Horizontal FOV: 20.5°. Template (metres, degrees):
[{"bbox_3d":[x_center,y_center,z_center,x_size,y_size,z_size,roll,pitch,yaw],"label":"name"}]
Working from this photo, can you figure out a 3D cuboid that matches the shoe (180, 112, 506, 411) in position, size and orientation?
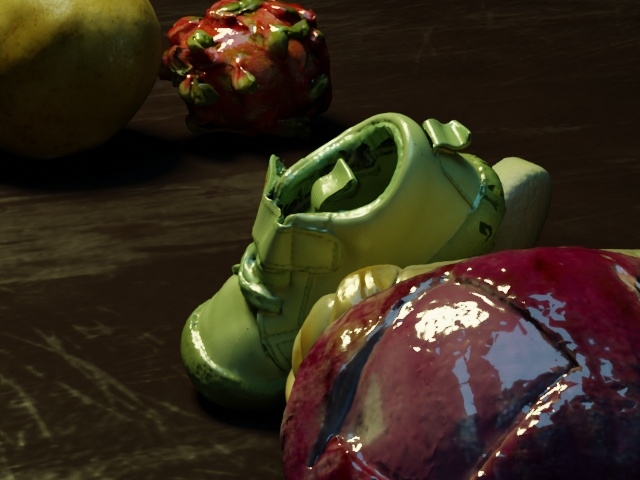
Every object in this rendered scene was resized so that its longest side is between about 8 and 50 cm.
[{"bbox_3d":[0.004,0.005,1.249,0.262,0.128,0.140,-31,21,10],"label":"shoe"}]

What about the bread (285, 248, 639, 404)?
[{"bbox_3d":[0.138,0.078,1.146,0.311,0.121,0.173,-4,-23,-11],"label":"bread"}]

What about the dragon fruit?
[{"bbox_3d":[-0.078,-0.171,1.801,0.172,0.160,0.166,-14,58,-27],"label":"dragon fruit"}]

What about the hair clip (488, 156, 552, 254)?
[{"bbox_3d":[0.104,0.001,1.360,0.071,0.159,0.218,30,53,33],"label":"hair clip"}]

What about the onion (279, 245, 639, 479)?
[{"bbox_3d":[0.106,0.104,0.967,0.247,0.111,0.250,-3,64,-11],"label":"onion"}]

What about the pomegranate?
[{"bbox_3d":[-0.268,-0.184,1.733,0.233,0.233,0.233,1,21,0],"label":"pomegranate"}]
